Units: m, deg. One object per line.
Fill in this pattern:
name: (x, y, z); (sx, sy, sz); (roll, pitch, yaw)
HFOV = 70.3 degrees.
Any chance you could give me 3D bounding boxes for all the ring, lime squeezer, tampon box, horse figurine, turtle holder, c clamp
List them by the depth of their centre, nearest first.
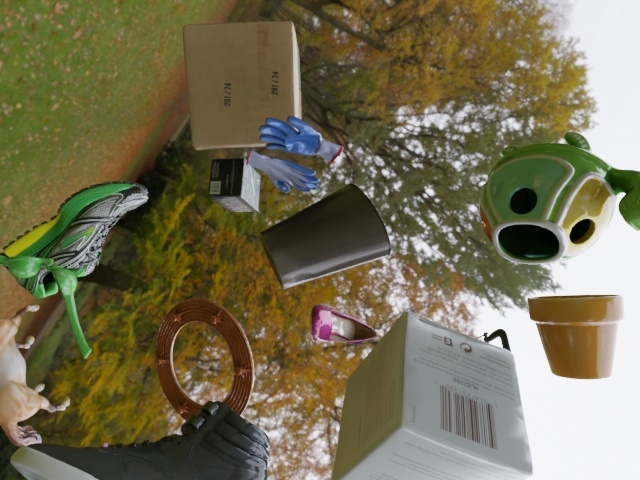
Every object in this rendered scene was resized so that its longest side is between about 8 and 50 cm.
horse figurine: (-0.470, 0.199, 0.690); (0.066, 0.263, 0.174); (-19, 175, -3)
lime squeezer: (-0.513, 0.077, 0.803); (0.110, 0.310, 0.059); (-57, -170, -16)
turtle holder: (0.486, -0.058, 0.932); (0.227, 0.320, 0.243); (-52, 151, -35)
ring: (-0.308, 0.314, 1.150); (0.336, 0.336, 0.032); (-50, 160, 22)
tampon box: (-0.255, -0.164, 1.375); (0.161, 0.101, 0.120); (49, 42, -74)
c clamp: (0.536, 0.344, 1.402); (0.137, 0.022, 0.160); (-54, -156, 38)

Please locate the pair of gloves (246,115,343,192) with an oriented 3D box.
pair of gloves: (-0.058, -0.158, 0.882); (0.198, 0.159, 0.023); (131, -26, -52)

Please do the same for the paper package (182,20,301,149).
paper package: (-0.210, -0.423, 1.280); (0.168, 0.310, 0.324); (-102, -170, -77)

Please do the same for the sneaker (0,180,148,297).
sneaker: (-0.519, -0.006, 1.011); (0.343, 0.146, 0.134); (-38, 176, 0)

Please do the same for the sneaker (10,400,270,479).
sneaker: (-0.195, 0.261, 0.557); (0.104, 0.296, 0.147); (123, -15, -47)

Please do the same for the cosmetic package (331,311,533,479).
cosmetic package: (0.265, 0.463, 1.181); (0.327, 0.329, 0.393); (-75, -170, -49)

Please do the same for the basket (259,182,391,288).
basket: (0.000, 0.000, 0.956); (0.227, 0.154, 0.204); (-24, -138, -11)

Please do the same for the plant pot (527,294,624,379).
plant pot: (0.620, 0.229, 1.100); (0.205, 0.205, 0.187); (-14, -103, 62)

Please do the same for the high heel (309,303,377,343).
high heel: (0.052, 0.189, 0.985); (0.244, 0.117, 0.082); (58, 36, -64)
